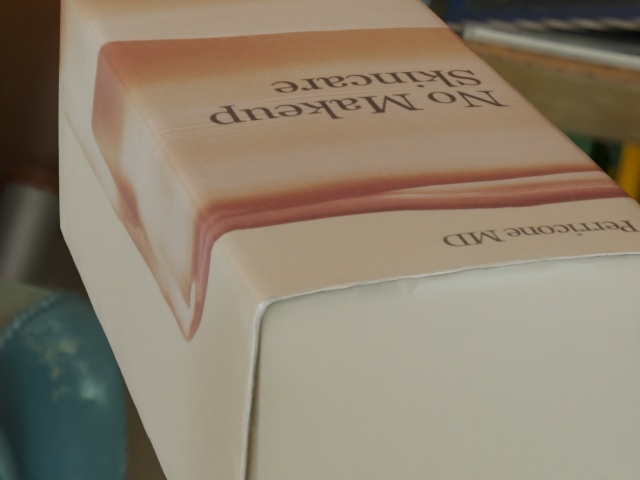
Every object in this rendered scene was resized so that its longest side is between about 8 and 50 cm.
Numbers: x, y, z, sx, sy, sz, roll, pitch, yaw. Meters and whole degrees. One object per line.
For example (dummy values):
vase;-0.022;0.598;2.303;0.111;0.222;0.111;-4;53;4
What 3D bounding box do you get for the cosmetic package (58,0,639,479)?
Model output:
cosmetic package;0.000;0.000;0.674;0.153;0.129;0.296;-6;-151;-19
